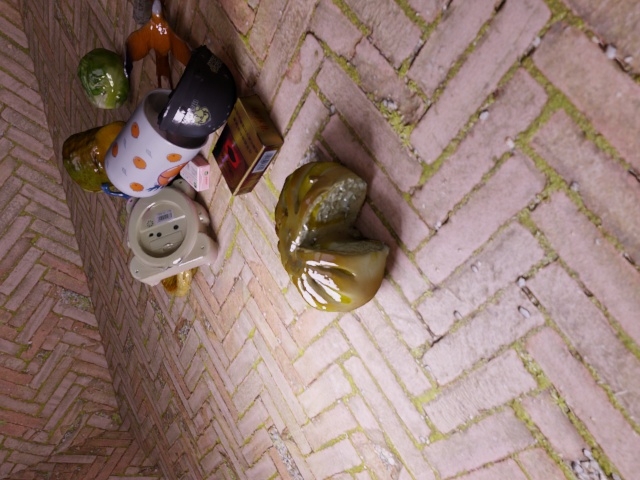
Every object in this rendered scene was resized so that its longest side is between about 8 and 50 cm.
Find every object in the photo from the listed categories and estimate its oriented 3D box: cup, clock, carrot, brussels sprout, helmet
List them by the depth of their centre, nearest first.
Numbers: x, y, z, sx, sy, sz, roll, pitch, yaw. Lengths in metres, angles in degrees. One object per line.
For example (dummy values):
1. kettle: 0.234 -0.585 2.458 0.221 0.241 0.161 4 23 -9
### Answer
1. helmet: -0.304 -0.360 1.337 0.230 0.160 0.279 -49 26 26
2. cup: -0.511 -0.279 1.580 0.317 0.212 0.212 -34 77 38
3. clock: -0.501 -0.032 1.708 0.114 0.283 0.310 55 -164 -69
4. brussels sprout: -0.806 -0.608 1.958 0.223 0.161 0.223 14 121 25
5. carrot: -0.879 -0.325 2.059 0.340 0.241 0.242 -12 96 31

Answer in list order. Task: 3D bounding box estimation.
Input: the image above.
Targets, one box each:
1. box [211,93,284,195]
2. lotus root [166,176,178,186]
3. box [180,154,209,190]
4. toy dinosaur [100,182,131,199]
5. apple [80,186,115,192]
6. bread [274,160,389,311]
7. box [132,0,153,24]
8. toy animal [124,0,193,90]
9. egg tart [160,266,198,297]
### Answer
1. box: -0.199 -0.245 1.366 0.159 0.071 0.240 61 143 11
2. lotus root: -0.617 -0.289 1.840 0.275 0.151 0.160 54 147 25
3. box: -0.404 -0.227 1.672 0.125 0.043 0.089 41 134 36
4. toy dinosaur: -0.715 -0.127 2.017 0.075 0.188 0.248 -26 85 62
5. apple: -0.997 -0.300 2.330 0.200 0.200 0.200 27 125 45
6. bread: 0.000 0.000 1.127 0.333 0.160 0.333 28 127 47
7. box: -0.552 -0.728 1.631 0.045 0.062 0.098 56 141 19
8. toy animal: -0.469 -0.575 1.577 0.284 0.224 0.302 170 96 -75
9. egg tart: -0.528 0.056 1.896 0.318 0.128 0.319 29 130 43
